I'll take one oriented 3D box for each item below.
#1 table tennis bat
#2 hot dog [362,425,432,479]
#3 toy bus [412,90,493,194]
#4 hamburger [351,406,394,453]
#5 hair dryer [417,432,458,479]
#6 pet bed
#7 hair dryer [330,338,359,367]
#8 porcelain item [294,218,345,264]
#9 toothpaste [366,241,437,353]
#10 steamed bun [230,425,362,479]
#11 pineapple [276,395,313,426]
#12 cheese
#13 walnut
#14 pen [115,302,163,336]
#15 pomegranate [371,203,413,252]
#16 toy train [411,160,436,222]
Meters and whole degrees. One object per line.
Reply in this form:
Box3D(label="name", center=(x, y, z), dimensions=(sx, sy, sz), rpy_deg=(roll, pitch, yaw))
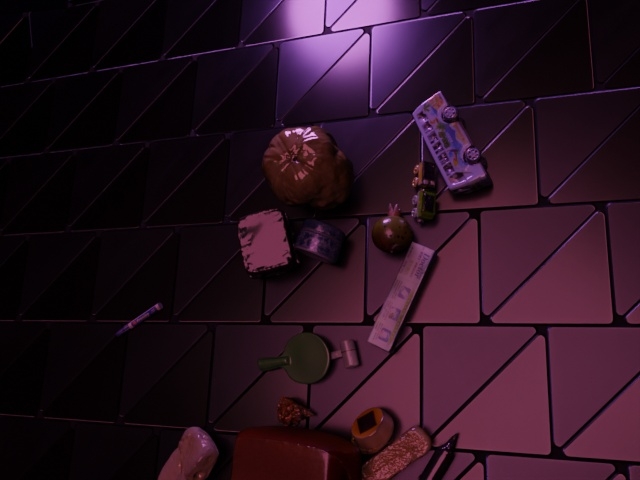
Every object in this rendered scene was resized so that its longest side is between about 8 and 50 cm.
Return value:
Box3D(label="table tennis bat", center=(-0.085, 0.378, 1.810), dimensions=(0.257, 0.039, 0.160), rpy_deg=(-13, 73, 21))
Box3D(label="hot dog", center=(0.211, 0.623, 1.635), dimensions=(0.242, 0.073, 0.084), rpy_deg=(-40, 70, 6))
Box3D(label="toy bus", center=(0.413, -0.298, 1.790), dimensions=(0.136, 0.109, 0.330), rpy_deg=(-29, 68, 20))
Box3D(label="hamburger", center=(0.149, 0.554, 1.654), dimensions=(0.141, 0.126, 0.081), rpy_deg=(-38, 108, -10))
Box3D(label="hair dryer", center=(0.274, 0.680, 1.595), dimensions=(0.189, 0.107, 0.352), rpy_deg=(29, 79, 20))
Box3D(label="pet bed", center=(-0.174, 0.018, 1.891), dimensions=(0.183, 0.159, 0.211), rpy_deg=(-16, 76, 3))
Box3D(label="hair dryer", center=(0.049, 0.363, 1.778), dimensions=(0.137, 0.047, 0.082), rpy_deg=(-18, 71, 20))
Box3D(label="porcelain item", center=(0.000, 0.000, 1.832), dimensions=(0.147, 0.147, 0.114), rpy_deg=(18, 80, 23))
Box3D(label="toothpaste", center=(0.251, 0.174, 1.742), dimensions=(0.081, 0.067, 0.337), rpy_deg=(23, 84, 24))
Box3D(label="steamed bun", center=(-0.057, 0.657, 1.625), dimensions=(0.379, 0.248, 0.235), rpy_deg=(0, 79, 24))
Box3D(label="pineapple", center=(-0.075, 0.527, 1.775), dimensions=(0.114, 0.077, 0.114), rpy_deg=(9, 114, 10))
Box3D(label="cheese", center=(-0.423, 0.733, 1.799), dimensions=(0.263, 0.093, 0.159), rpy_deg=(-58, 34, -4))
Box3D(label="walnut", center=(-0.039, -0.230, 1.837), dimensions=(0.282, 0.277, 0.253), rpy_deg=(3, 85, 32))
Box3D(label="pen", center=(-0.652, 0.286, 2.052), dimensions=(0.204, 0.025, 0.025), rpy_deg=(-34, 68, 8))
Box3D(label="pomegranate", center=(0.217, -0.032, 1.783), dimensions=(0.129, 0.129, 0.159), rpy_deg=(-28, 44, 11))
Box3D(label="toy train", center=(0.325, -0.155, 1.788), dimensions=(0.060, 0.081, 0.202), rpy_deg=(10, 76, -18))
